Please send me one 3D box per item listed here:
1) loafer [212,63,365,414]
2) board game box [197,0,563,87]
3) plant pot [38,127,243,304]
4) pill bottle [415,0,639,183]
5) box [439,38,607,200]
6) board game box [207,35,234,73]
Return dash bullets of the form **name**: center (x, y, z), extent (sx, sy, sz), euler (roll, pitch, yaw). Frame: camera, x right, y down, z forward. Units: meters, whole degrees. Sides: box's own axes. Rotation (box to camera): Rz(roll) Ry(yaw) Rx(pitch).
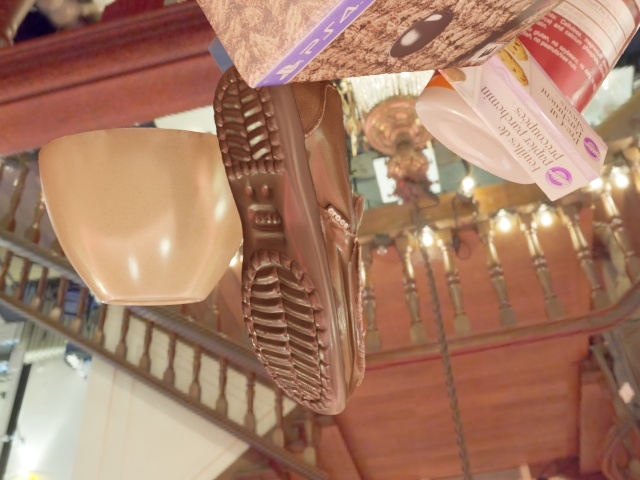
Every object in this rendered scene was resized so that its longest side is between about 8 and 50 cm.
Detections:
- **loafer**: center (0.000, 0.000, 0.766), extent (0.130, 0.133, 0.366), euler (-22, 114, -38)
- **board game box**: center (0.084, -0.220, 0.446), extent (0.232, 0.141, 0.291), euler (-36, 171, 37)
- **plant pot**: center (-0.219, -0.015, 1.009), extent (0.284, 0.191, 0.284), euler (-2, 172, 0)
- **pill bottle**: center (0.335, -0.304, 1.167), extent (0.224, 0.224, 0.392), euler (36, 86, -35)
- **box**: center (0.171, -0.184, 0.799), extent (0.324, 0.067, 0.063), euler (47, 136, -11)
- **board game box**: center (-0.071, -0.235, 1.059), extent (0.133, 0.169, 0.033), euler (-22, 151, -18)
